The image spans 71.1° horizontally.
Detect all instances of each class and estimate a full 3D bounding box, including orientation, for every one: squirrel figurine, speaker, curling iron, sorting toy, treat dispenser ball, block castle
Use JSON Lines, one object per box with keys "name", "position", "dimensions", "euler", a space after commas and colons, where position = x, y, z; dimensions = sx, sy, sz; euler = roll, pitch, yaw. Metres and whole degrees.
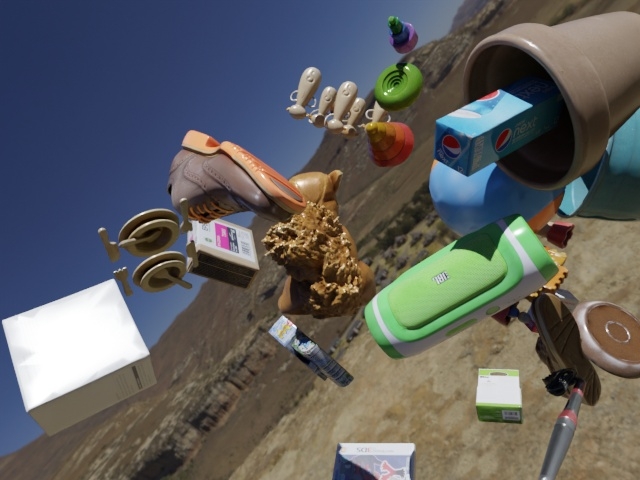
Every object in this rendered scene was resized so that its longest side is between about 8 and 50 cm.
{"name": "squirrel figurine", "position": [0.000, 0.000, 1.147], "dimensions": [0.397, 0.281, 0.371], "euler": [-33, -63, -89]}
{"name": "speaker", "position": [0.222, 0.081, 0.738], "dimensions": [0.296, 0.131, 0.131], "euler": [-36, 9, 21]}
{"name": "curling iron", "position": [0.391, 0.304, 0.737], "dimensions": [0.068, 0.035, 0.274], "euler": [-22, 11, 39]}
{"name": "sorting toy", "position": [0.163, -0.369, 1.075], "dimensions": [0.126, 0.127, 0.366], "euler": [17, -100, -57]}
{"name": "treat dispenser ball", "position": [0.393, -0.134, 1.010], "dimensions": [0.288, 0.288, 0.288], "euler": [-51, 3, 4]}
{"name": "block castle", "position": [0.599, 0.005, 1.278], "dimensions": [0.453, 0.212, 0.303], "euler": [-40, -43, -27]}

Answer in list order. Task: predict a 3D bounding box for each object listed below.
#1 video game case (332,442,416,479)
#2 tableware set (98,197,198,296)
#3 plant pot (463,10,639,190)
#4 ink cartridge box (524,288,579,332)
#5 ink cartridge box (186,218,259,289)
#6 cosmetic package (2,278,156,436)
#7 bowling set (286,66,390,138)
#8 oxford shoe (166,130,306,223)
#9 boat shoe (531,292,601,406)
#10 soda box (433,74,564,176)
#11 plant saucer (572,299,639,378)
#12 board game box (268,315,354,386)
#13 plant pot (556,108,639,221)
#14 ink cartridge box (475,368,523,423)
{"name": "video game case", "position": [0.107, 0.528, 0.941], "dimensions": [0.183, 0.023, 0.201], "euler": [-11, 38, 22]}
{"name": "tableware set", "position": [-0.243, 0.027, 0.671], "dimensions": [0.128, 0.039, 0.194], "euler": [-25, -26, -24]}
{"name": "plant pot", "position": [0.402, -0.249, 0.724], "dimensions": [0.229, 0.263, 0.263], "euler": [-31, 1, -7]}
{"name": "ink cartridge box", "position": [0.763, 0.234, 1.485], "dimensions": [0.063, 0.109, 0.151], "euler": [-103, 28, -64]}
{"name": "ink cartridge box", "position": [-0.298, 0.027, 1.354], "dimensions": [0.088, 0.193, 0.235], "euler": [-57, 29, 21]}
{"name": "cosmetic package", "position": [-0.503, 0.239, 0.948], "dimensions": [0.224, 0.224, 0.138], "euler": [-22, -35, -28]}
{"name": "bowling set", "position": [0.058, -0.364, 1.320], "dimensions": [0.200, 0.287, 0.154], "euler": [73, -143, -83]}
{"name": "oxford shoe", "position": [-0.145, -0.072, 0.695], "dimensions": [0.133, 0.130, 0.363], "euler": [-58, 36, -2]}
{"name": "boat shoe", "position": [0.655, 0.305, 1.252], "dimensions": [0.123, 0.342, 0.123], "euler": [-36, 11, -29]}
{"name": "soda box", "position": [0.270, -0.177, 0.673], "dimensions": [0.210, 0.071, 0.067], "euler": [-28, -44, -22]}
{"name": "plant saucer", "position": [1.052, 0.337, 1.600], "dimensions": [0.311, 0.310, 0.050], "euler": [-54, -15, -37]}
{"name": "board game box", "position": [-0.034, 0.284, 1.145], "dimensions": [0.060, 0.194, 0.194], "euler": [-49, 22, -11]}
{"name": "plant pot", "position": [0.682, -0.156, 0.955], "dimensions": [0.271, 0.255, 0.272], "euler": [12, -90, -81]}
{"name": "ink cartridge box", "position": [0.824, 0.708, 2.058], "dimensions": [0.188, 0.097, 0.255], "euler": [-6, 20, 25]}
